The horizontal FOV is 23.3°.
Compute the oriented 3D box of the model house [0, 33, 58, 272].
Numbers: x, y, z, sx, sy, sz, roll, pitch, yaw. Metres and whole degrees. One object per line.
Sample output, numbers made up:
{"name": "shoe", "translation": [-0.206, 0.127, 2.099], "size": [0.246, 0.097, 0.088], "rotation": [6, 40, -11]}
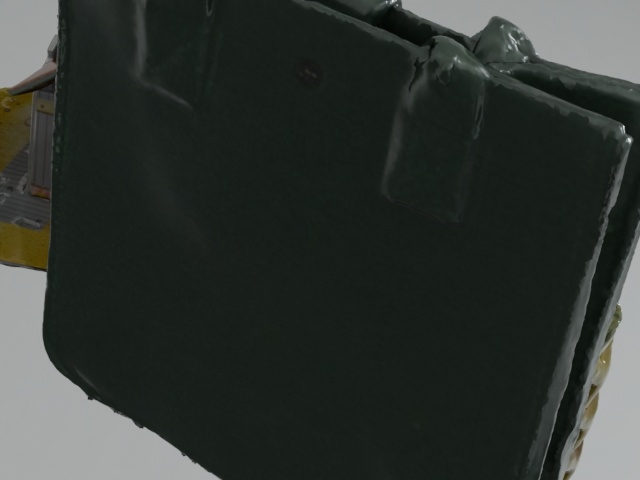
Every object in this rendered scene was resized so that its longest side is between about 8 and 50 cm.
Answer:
{"name": "model house", "translation": [-0.098, -0.085, 0.817], "size": [0.207, 0.219, 0.136], "rotation": [17, -59, 8]}

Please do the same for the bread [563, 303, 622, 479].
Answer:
{"name": "bread", "translation": [0.103, 0.095, 0.887], "size": [0.098, 0.087, 0.269], "rotation": [3, -34, 1]}

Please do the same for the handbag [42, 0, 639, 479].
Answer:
{"name": "handbag", "translation": [-0.001, 0.001, 0.622], "size": [0.247, 0.079, 0.260], "rotation": [29, -48, 25]}
